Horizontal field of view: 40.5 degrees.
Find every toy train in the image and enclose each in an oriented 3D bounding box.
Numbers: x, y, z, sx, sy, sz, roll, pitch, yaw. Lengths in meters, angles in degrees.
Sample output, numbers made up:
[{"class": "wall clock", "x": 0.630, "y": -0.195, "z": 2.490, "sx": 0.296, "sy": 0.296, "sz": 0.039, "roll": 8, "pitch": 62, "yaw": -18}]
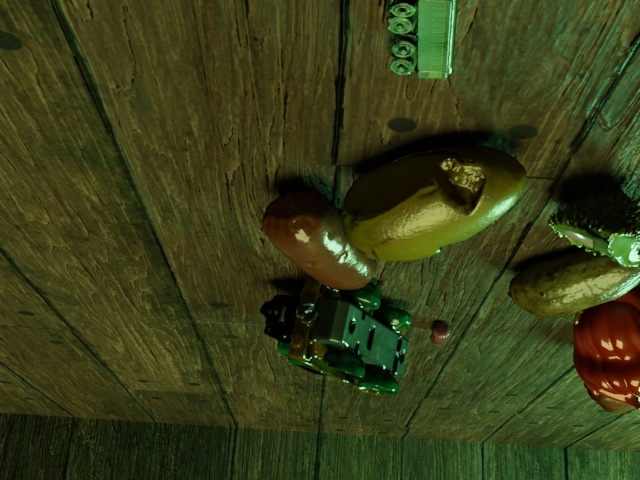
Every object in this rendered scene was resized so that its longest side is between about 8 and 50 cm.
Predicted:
[{"class": "toy train", "x": 0.026, "y": 0.190, "z": 1.735, "sx": 0.249, "sy": 0.178, "sz": 0.429, "roll": 3, "pitch": 161, "yaw": 32}, {"class": "toy train", "x": 0.103, "y": -0.216, "z": 0.879, "sx": 0.071, "sy": 0.038, "sz": 0.148, "roll": -2, "pitch": 157, "yaw": 6}]

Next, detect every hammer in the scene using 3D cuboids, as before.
[{"class": "hammer", "x": 0.260, "y": 0.204, "z": 1.887, "sx": 0.043, "sy": 0.043, "sz": 0.083, "roll": 2, "pitch": 160, "yaw": 4}]

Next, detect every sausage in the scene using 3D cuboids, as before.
[{"class": "sausage", "x": 0.000, "y": 0.000, "z": 1.337, "sx": 0.114, "sy": 0.113, "sz": 0.259, "roll": -5, "pitch": 158, "yaw": 21}]

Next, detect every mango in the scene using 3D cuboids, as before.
[{"class": "mango", "x": 0.147, "y": -0.051, "z": 1.166, "sx": 0.167, "sy": 0.130, "sz": 0.262, "roll": 17, "pitch": 151, "yaw": -42}]

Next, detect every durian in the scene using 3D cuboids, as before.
[{"class": "durian", "x": 0.411, "y": -0.022, "z": 1.243, "sx": 0.137, "sy": 0.095, "sz": 0.221, "roll": 33, "pitch": 179, "yaw": 35}]

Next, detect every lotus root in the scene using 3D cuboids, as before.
[{"class": "lotus root", "x": 0.428, "y": 0.071, "z": 1.464, "sx": 0.110, "sy": 0.097, "sz": 0.258, "roll": 24, "pitch": 147, "yaw": -35}]

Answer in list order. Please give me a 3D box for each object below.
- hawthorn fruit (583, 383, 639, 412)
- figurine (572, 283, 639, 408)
[{"class": "hawthorn fruit", "x": 0.668, "y": 0.288, "z": 1.893, "sx": 0.194, "sy": 0.157, "sz": 0.157, "roll": -23, "pitch": 147, "yaw": 30}, {"class": "figurine", "x": 0.550, "y": 0.191, "z": 1.598, "sx": 0.181, "sy": 0.208, "sz": 0.257, "roll": 30, "pitch": 179, "yaw": 30}]
